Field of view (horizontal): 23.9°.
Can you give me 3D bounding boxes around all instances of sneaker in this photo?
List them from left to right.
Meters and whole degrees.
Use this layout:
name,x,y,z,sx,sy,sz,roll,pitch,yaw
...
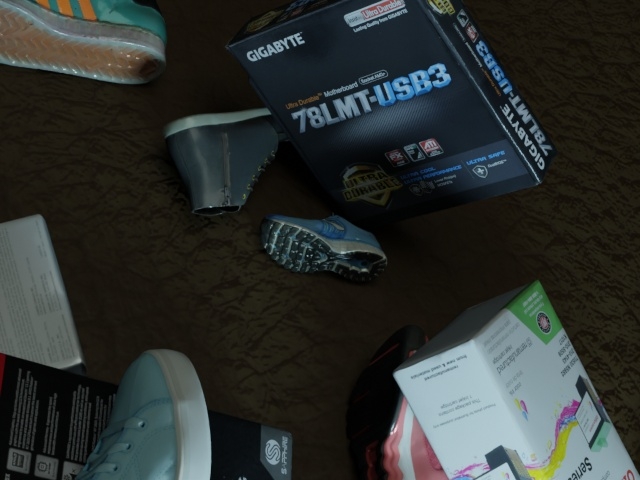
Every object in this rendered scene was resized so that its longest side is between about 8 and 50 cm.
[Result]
name,x,y,z,sx,sy,sz,roll,pitch,yaw
sneaker,-0.331,-0.281,1.825,0.302,0.108,0.121,13,54,-27
sneaker,-0.198,0.252,1.361,0.150,0.135,0.366,23,55,-28
sneaker,-0.088,-0.096,1.845,0.222,0.083,0.118,-11,83,-38
sneaker,0.000,0.000,1.834,0.162,0.063,0.073,17,36,-20
sneaker,0.112,0.252,1.699,0.136,0.116,0.314,17,60,-27

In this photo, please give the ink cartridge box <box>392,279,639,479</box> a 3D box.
name,x,y,z,sx,sy,sz,roll,pitch,yaw
ink cartridge box,0.226,0.213,1.672,0.201,0.117,0.278,-32,95,-56

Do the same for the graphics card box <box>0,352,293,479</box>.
name,x,y,z,sx,sy,sz,roll,pitch,yaw
graphics card box,-0.208,0.263,1.504,0.371,0.094,0.233,17,53,-24

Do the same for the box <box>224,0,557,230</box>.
name,x,y,z,sx,sy,sz,roll,pitch,yaw
box,0.080,-0.164,1.754,0.293,0.295,0.073,54,47,-23

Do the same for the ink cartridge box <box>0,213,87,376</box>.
name,x,y,z,sx,sy,sz,roll,pitch,yaw
ink cartridge box,-0.384,0.085,1.608,0.232,0.066,0.189,-16,66,-9
